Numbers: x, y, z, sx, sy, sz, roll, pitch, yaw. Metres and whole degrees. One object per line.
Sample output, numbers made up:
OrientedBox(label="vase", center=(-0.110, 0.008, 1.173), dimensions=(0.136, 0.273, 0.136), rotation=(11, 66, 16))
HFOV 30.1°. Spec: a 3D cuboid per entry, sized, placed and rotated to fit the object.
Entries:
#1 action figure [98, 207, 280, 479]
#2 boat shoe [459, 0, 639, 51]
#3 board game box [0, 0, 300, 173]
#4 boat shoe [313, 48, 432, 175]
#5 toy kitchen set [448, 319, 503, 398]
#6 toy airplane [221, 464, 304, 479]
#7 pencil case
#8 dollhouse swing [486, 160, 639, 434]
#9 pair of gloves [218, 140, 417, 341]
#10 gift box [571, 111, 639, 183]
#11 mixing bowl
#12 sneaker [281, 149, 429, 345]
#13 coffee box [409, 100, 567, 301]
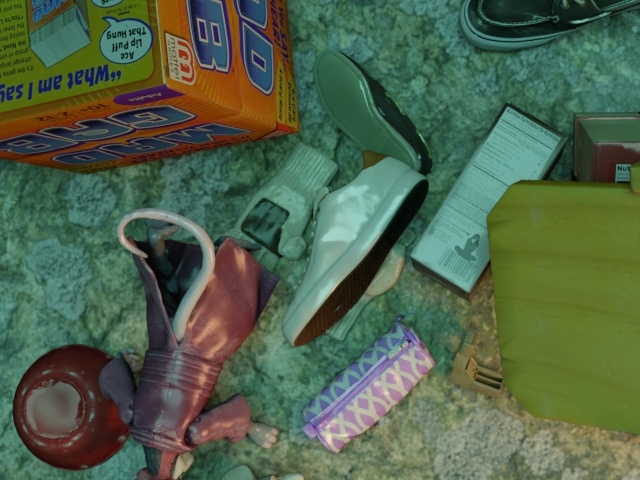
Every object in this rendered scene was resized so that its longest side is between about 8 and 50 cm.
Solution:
OrientedBox(label="action figure", center=(-0.171, 0.166, 1.574), dimensions=(0.248, 0.276, 0.370), rotation=(11, 81, 3))
OrientedBox(label="boat shoe", center=(0.356, -0.358, 1.657), dimensions=(0.335, 0.119, 0.121), rotation=(-17, 82, 3))
OrientedBox(label="board game box", center=(-0.275, -0.305, 1.543), dimensions=(0.356, 0.356, 0.356), rotation=(-9, 83, 23))
OrientedBox(label="boat shoe", center=(0.074, -0.177, 1.692), dimensions=(0.081, 0.068, 0.228), rotation=(-41, 78, 35))
OrientedBox(label="toy kitchen set", center=(0.226, 0.157, 1.641), dimensions=(0.075, 0.083, 0.068), rotation=(20, 44, 7))
OrientedBox(label="toy airplane", center=(-0.052, 0.477, 1.488), dimensions=(0.386, 0.272, 0.384), rotation=(19, 49, 26))
OrientedBox(label="pencil case", center=(0.066, 0.202, 1.638), dimensions=(0.206, 0.088, 0.086), rotation=(-44, 80, 0))
OrientedBox(label="dollhouse swing", center=(0.420, 0.054, 1.411), dimensions=(0.315, 0.305, 0.347), rotation=(-17, 106, -32))
OrientedBox(label="pair of gloves", center=(0.000, 0.000, 1.690), dimensions=(0.240, 0.042, 0.204), rotation=(40, 88, 7))
OrientedBox(label="gift box", center=(0.436, -0.027, 1.552), dimensions=(0.255, 0.258, 0.276), rotation=(5, 106, 6))
OrientedBox(label="mixing bowl", center=(-0.357, 0.235, 1.668), dimensions=(0.181, 0.098, 0.182), rotation=(0, 84, 4))
OrientedBox(label="sneaker", center=(0.020, 0.007, 1.628), dimensions=(0.123, 0.106, 0.290), rotation=(34, 85, 22))
OrientedBox(label="coffee box", center=(0.228, -0.049, 1.625), dimensions=(0.098, 0.141, 0.247), rotation=(32, 86, 9))
